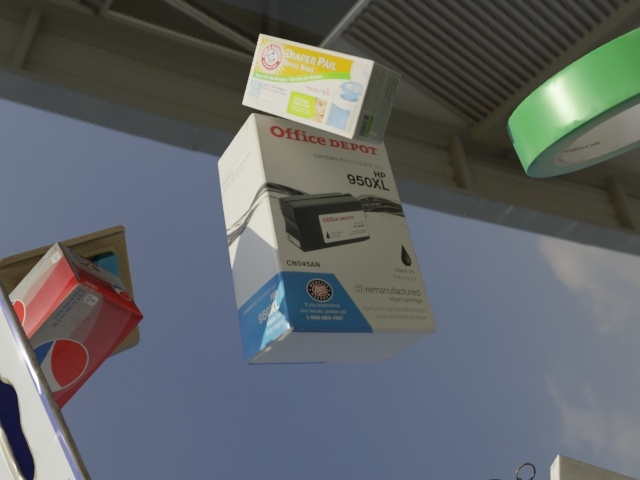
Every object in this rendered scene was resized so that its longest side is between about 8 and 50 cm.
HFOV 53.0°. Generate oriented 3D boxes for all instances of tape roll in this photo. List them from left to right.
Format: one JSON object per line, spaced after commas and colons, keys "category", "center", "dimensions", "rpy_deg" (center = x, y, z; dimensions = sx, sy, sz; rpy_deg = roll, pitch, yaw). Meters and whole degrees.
{"category": "tape roll", "center": [0.426, -0.193, 0.892], "dimensions": [0.321, 0.321, 0.077], "rpy_deg": [-6, -109, -47]}

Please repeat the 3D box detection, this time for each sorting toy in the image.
{"category": "sorting toy", "center": [-0.410, 0.120, 0.955], "dimensions": [0.307, 0.041, 0.229], "rpy_deg": [-22, -59, -44]}

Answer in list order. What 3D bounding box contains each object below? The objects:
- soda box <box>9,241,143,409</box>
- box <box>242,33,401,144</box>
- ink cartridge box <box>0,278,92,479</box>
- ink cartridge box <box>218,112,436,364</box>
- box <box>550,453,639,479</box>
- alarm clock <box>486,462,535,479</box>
{"category": "soda box", "center": [-0.310, 0.136, 0.651], "dimensions": [0.083, 0.263, 0.092], "rpy_deg": [41, 179, 44]}
{"category": "box", "center": [0.000, -0.228, 0.967], "dimensions": [0.203, 0.114, 0.103], "rpy_deg": [21, -168, 26]}
{"category": "ink cartridge box", "center": [-0.216, 0.180, 0.405], "dimensions": [0.071, 0.330, 0.324], "rpy_deg": [6, -141, -53]}
{"category": "ink cartridge box", "center": [0.000, 0.000, 1.112], "dimensions": [0.285, 0.166, 0.395], "rpy_deg": [5, -121, -32]}
{"category": "box", "center": [0.594, 0.612, 1.311], "dimensions": [0.232, 0.059, 0.322], "rpy_deg": [15, -143, 9]}
{"category": "alarm clock", "center": [0.319, 0.473, 1.131], "dimensions": [0.129, 0.192, 0.064], "rpy_deg": [36, 179, -15]}
